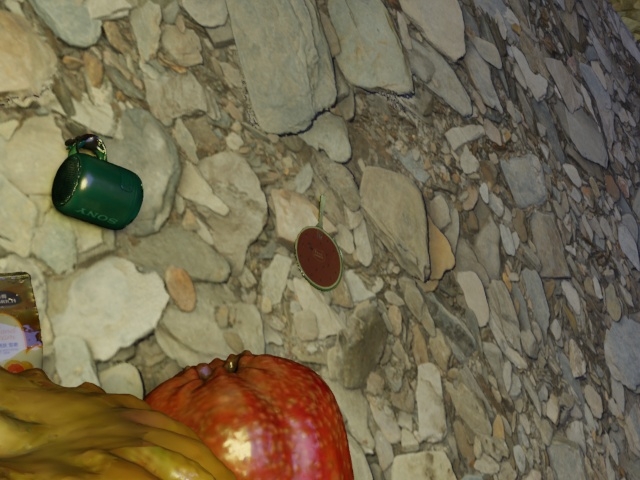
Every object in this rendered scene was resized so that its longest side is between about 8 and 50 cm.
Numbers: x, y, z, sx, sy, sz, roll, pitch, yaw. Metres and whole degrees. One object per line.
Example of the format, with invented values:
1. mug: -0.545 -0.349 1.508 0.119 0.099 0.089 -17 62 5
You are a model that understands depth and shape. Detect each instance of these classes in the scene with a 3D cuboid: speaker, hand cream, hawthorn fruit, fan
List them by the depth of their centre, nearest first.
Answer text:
1. hand cream: -0.256 0.099 0.679 0.062 0.039 0.163 0 69 -33
2. hawthorn fruit: -0.061 0.224 0.720 0.205 0.205 0.253 -18 95 -51
3. speaker: -0.215 -0.055 0.797 0.075 0.060 0.094 22 21 -41
4. fan: 0.000 0.000 1.048 0.085 0.005 0.133 26 55 -39

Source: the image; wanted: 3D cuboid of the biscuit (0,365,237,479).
1. biscuit: -0.178 0.131 0.430 0.325 0.325 0.107 14 90 -45
